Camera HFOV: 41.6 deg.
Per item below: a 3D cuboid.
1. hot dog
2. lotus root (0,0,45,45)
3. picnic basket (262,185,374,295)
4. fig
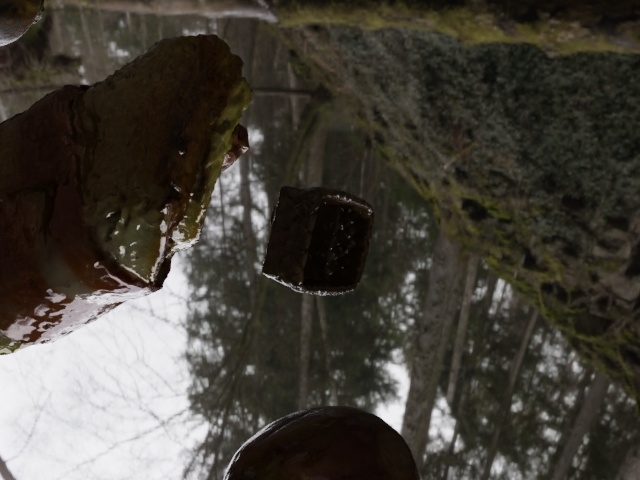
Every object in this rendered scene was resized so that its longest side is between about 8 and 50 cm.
[{"bbox_3d":[-0.131,-0.013,0.452,0.261,0.093,0.123,-21,-106,23],"label":"hot dog"},{"bbox_3d":[-0.364,-0.249,0.829,0.120,0.120,0.209,33,-163,31],"label":"lotus root"},{"bbox_3d":[0.000,0.000,0.877,0.054,0.110,0.193,13,180,19],"label":"picnic basket"},{"bbox_3d":[0.004,0.320,1.072,0.263,0.224,0.224,15,-139,-8],"label":"fig"}]
